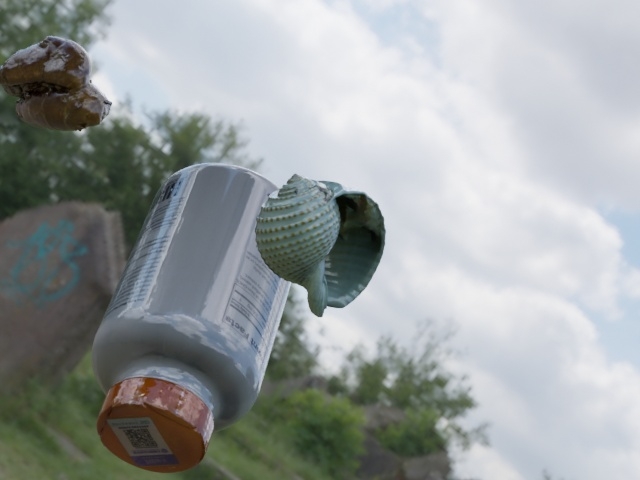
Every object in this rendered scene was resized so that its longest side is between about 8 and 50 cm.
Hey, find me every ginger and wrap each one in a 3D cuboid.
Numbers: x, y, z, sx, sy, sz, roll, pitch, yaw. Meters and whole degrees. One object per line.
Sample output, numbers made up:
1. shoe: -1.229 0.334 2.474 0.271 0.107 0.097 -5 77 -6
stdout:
1. ginger: -0.305 -0.170 1.341 0.162 0.073 0.103 3 -60 44

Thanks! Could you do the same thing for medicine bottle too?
1. medicine bottle: -0.118 0.072 1.134 0.157 0.289 0.157 8 -45 8

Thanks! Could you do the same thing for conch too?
1. conch: -0.002 -0.003 0.719 0.056 0.076 0.085 49 -28 43
